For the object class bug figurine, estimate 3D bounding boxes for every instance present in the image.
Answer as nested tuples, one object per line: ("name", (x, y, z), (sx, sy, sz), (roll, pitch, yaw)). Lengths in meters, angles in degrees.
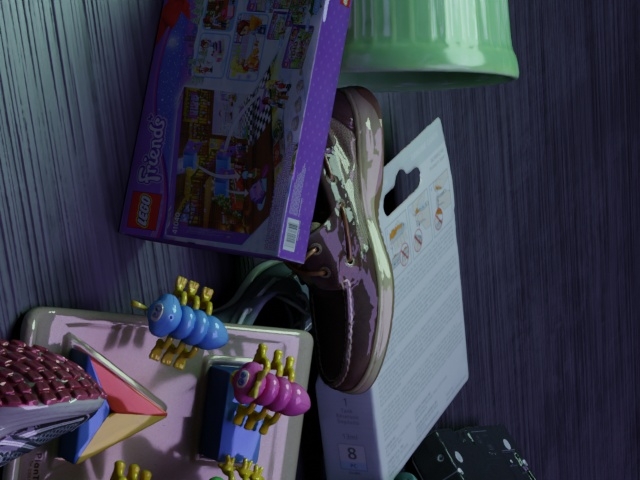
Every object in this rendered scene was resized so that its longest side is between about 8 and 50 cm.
("bug figurine", (-0.118, 0.186, 1.772), (0.216, 0.072, 0.279), (19, 85, -28))

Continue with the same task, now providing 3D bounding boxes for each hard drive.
("hard drive", (0.271, 0.419, 2.544), (0.237, 0.064, 0.339), (5, 51, -60))

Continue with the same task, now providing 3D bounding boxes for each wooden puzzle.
("wooden puzzle", (-0.156, 0.240, 1.837), (0.348, 0.080, 0.322), (7, 91, -34))

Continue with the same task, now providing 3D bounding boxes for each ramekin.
("ramekin", (0.067, -0.248, 2.011), (0.303, 0.303, 0.148), (-2, 91, -59))

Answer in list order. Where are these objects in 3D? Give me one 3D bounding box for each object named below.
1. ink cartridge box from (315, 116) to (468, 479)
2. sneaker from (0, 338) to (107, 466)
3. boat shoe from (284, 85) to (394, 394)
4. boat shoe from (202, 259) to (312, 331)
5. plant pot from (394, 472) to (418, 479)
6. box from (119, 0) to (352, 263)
("ink cartridge box", (0.082, 0.073, 2.288), (0.308, 0.091, 0.385), (-43, 130, -55))
("sneaker", (-0.323, 0.172, 1.630), (0.299, 0.121, 0.112), (-16, 127, -44))
("boat shoe", (0.000, 0.000, 1.999), (0.123, 0.123, 0.342), (-1, 93, -30))
("boat shoe", (-0.057, 0.101, 2.067), (0.319, 0.099, 0.116), (-28, 117, -56))
("plant pot", (0.090, 0.411, 2.240), (0.196, 0.293, 0.293), (58, 41, -9))
("box", (-0.086, -0.134, 1.861), (0.057, 0.201, 0.293), (17, 83, -59))
